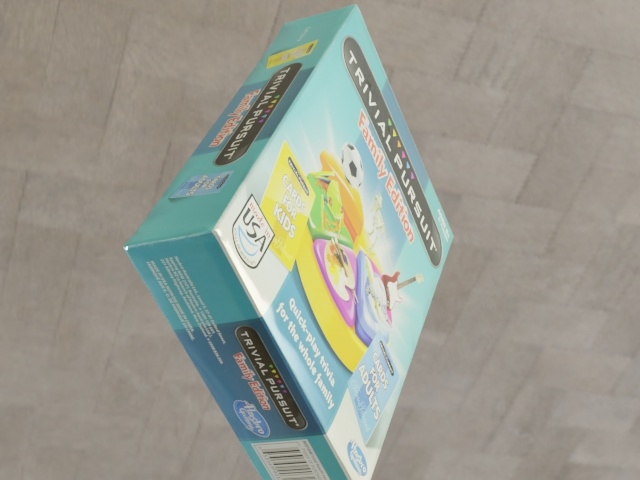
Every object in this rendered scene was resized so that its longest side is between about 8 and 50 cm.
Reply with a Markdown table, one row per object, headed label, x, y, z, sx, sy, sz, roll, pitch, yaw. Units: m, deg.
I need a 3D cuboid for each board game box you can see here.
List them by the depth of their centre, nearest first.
| label | x | y | z | sx | sy | sz | roll | pitch | yaw |
| --- | --- | --- | --- | --- | --- | --- | --- | --- | --- |
| board game box | 0.000 | 0.000 | 0.891 | 0.079 | 0.336 | 0.253 | -10 | 122 | 28 |
